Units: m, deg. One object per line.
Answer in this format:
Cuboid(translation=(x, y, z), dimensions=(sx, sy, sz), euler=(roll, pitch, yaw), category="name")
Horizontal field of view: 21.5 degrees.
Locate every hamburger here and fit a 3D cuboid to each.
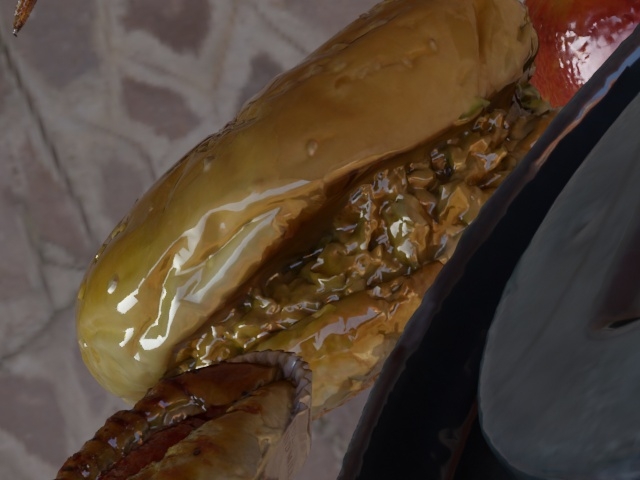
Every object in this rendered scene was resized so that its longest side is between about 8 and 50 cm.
Cuboid(translation=(0.000, 0.000, 0.908), dimensions=(0.158, 0.318, 0.318), euler=(50, 131, 2), category="hamburger")

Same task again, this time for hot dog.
Cuboid(translation=(-0.064, 0.103, 0.617), dimensions=(0.099, 0.192, 0.053), euler=(-5, 124, 40), category="hot dog")

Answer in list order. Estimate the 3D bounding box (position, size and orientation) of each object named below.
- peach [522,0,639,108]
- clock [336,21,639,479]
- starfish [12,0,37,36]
Cuboid(translation=(0.374, -0.169, 1.692), dimensions=(0.373, 0.290, 0.372), euler=(15, 142, 12), category="peach")
Cuboid(translation=(0.131, -0.016, 0.360), dimensions=(0.066, 0.319, 0.319), euler=(44, 133, -11), category="clock")
Cuboid(translation=(-0.261, -0.315, 1.606), dimensions=(0.043, 0.240, 0.227), euler=(9, 65, 32), category="starfish")
